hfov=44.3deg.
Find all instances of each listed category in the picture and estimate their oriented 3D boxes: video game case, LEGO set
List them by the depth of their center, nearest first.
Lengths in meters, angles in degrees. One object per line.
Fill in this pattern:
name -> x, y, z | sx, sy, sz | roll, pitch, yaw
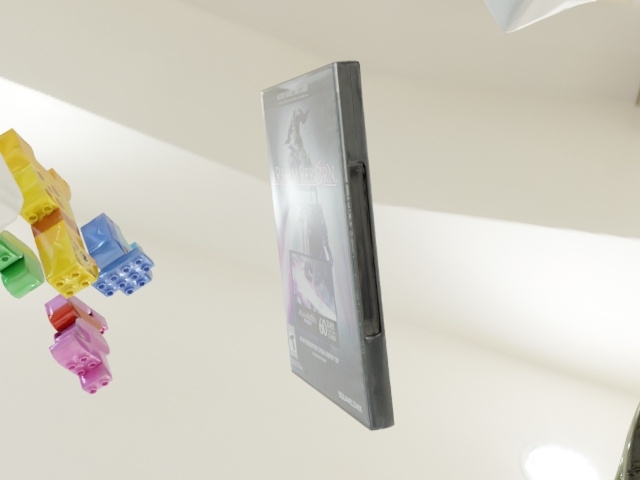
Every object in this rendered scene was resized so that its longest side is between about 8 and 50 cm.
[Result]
LEGO set -> -0.159, 0.017, 0.459 | 0.087, 0.227, 0.093 | -34, -129, 2
video game case -> 0.000, 0.000, 0.664 | 0.026, 0.274, 0.196 | -9, -173, -19

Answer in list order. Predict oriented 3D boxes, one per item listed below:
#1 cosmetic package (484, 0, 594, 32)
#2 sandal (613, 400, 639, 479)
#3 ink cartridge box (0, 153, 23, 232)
cosmetic package -> 0.154, -0.423, 0.626 | 0.230, 0.161, 0.453 | -25, -101, -15
sandal -> 0.307, 0.265, 0.730 | 0.120, 0.302, 0.086 | 26, 177, 17
ink cartridge box -> -0.220, -0.031, 0.175 | 0.198, 0.273, 0.114 | -30, -98, -7
